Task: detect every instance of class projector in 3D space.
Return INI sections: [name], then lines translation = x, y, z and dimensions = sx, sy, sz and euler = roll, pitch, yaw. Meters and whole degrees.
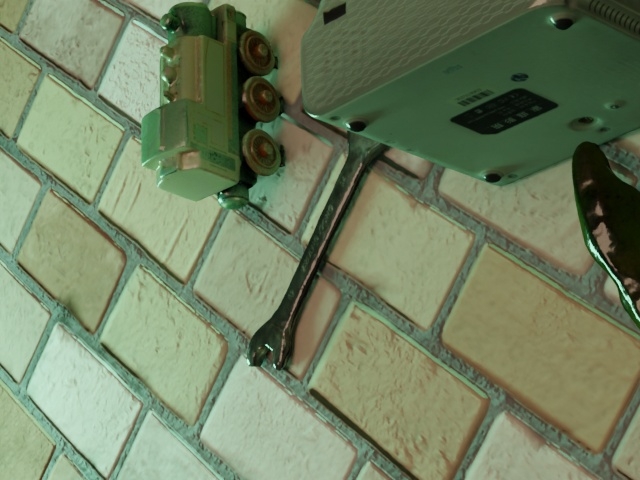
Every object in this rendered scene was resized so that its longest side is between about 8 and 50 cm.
[projector]
translation = 0.140, -0.135, 1.203
dimensions = 0.250, 0.198, 0.108
euler = -25, 59, 42

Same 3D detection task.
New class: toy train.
[toy train]
translation = -0.098, -0.127, 1.524
dimensions = 0.081, 0.125, 0.194
euler = -22, 61, 38

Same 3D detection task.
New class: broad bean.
[broad bean]
translation = 0.221, 0.014, 1.175
dimensions = 0.061, 0.046, 0.195
euler = -44, 51, 13

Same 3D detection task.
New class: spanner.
[spanner]
translation = 0.000, 0.000, 1.451
dimensions = 0.054, 0.015, 0.254
euler = 34, 102, 46
